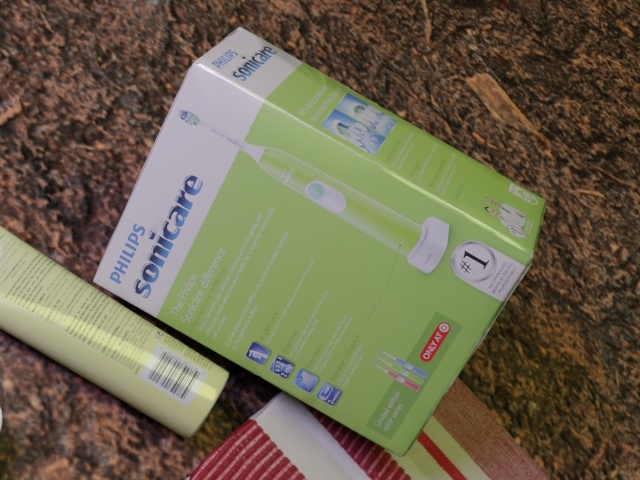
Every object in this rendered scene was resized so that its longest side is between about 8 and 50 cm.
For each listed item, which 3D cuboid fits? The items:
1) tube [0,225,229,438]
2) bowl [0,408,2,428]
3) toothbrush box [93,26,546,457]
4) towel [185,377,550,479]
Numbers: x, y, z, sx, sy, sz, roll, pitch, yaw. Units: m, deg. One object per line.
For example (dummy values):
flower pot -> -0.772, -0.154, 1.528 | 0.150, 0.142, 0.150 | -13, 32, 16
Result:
tube -> -0.185, 0.064, 0.992 | 0.240, 0.070, 0.062 | 32, 87, -6
bowl -> -0.295, 0.135, 0.849 | 0.142, 0.053, 0.142 | 35, 42, -10
toothbrush box -> 0.000, 0.000, 1.014 | 0.283, 0.206, 0.122 | 28, 26, 1
towel -> 0.041, 0.212, 1.060 | 0.237, 0.037, 0.329 | 47, 43, 3
